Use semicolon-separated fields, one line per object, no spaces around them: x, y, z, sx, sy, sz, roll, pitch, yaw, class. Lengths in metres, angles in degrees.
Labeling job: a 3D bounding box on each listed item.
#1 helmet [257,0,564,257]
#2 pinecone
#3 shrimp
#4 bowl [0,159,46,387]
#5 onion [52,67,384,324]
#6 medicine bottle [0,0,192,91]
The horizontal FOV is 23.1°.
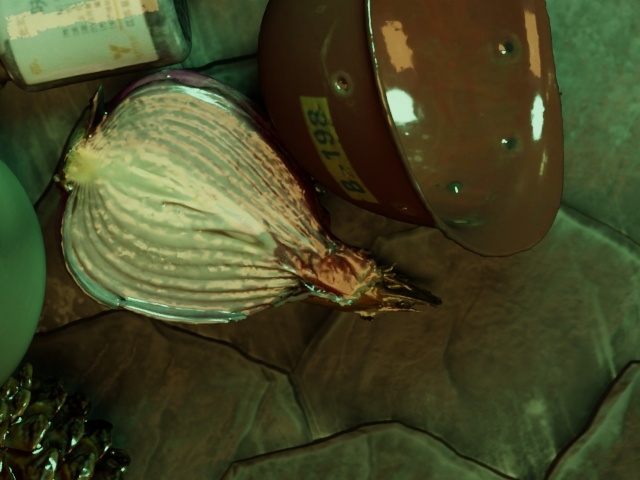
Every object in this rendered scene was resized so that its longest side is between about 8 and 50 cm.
0.069;-0.162;1.565;0.230;0.337;0.385;-3;132;35;helmet
-0.329;0.265;1.777;0.272;0.224;0.224;37;109;-21;pinecone
0.000;0.000;1.754;0.296;0.058;0.169;10;113;-2;shrimp
-0.417;0.043;1.650;0.354;0.354;0.185;-47;152;18;bowl
-0.104;-0.036;1.656;0.349;0.159;0.267;26;111;-10;onion
-0.277;-0.233;1.571;0.273;0.165;0.165;-10;115;2;medicine bottle
